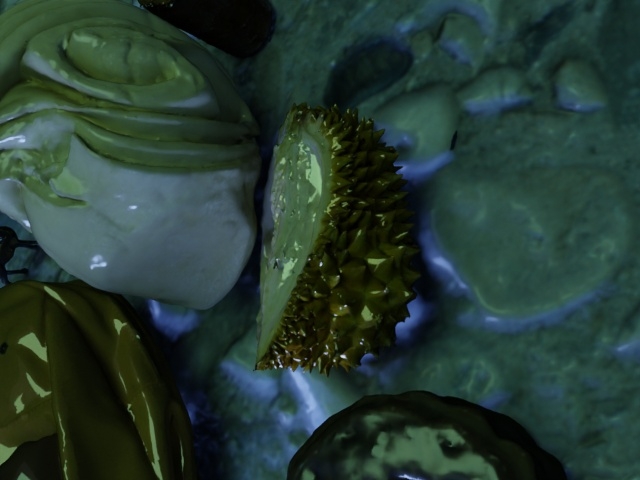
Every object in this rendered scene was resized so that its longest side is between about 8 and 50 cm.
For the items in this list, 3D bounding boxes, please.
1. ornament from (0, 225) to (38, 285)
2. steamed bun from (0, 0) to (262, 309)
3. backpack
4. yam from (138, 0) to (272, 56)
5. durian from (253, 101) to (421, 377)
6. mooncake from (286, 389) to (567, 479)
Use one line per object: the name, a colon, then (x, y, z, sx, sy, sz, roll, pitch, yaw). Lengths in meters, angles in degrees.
ornament: (-0.369, 0.010, 1.070, 0.028, 0.125, 0.073, 29, 91, 35)
steamed bun: (-0.172, -0.108, 0.867, 0.203, 0.276, 0.289, -51, 44, 24)
backpack: (-0.280, 0.217, 0.895, 0.354, 0.201, 0.378, -34, 62, 18)
yam: (-0.113, -0.239, 0.955, 0.079, 0.141, 0.079, -10, 72, 33)
durian: (0.011, -0.002, 0.804, 0.138, 0.183, 0.249, -2, 68, -1)
mooncake: (0.074, 0.221, 0.690, 0.228, 0.124, 0.228, -11, 70, 31)
